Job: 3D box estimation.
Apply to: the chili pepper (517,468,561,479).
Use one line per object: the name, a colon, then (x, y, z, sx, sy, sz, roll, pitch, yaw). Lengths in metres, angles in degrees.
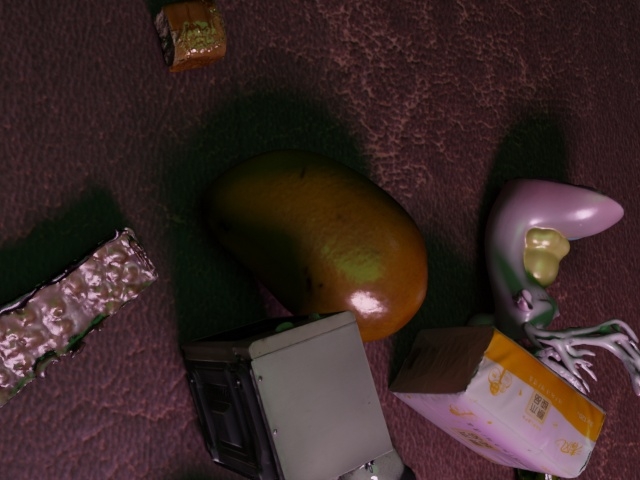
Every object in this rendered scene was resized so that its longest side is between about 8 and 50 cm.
chili pepper: (0.345, 0.374, 1.110, 0.073, 0.072, 0.204, -4, 97, -2)

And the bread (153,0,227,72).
bread: (-0.171, -0.269, 0.939, 0.070, 0.076, 0.083, -17, 92, -31)

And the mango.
mango: (0.000, 0.000, 0.941, 0.317, 0.173, 0.211, 34, 69, -7)

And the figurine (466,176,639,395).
figurine: (0.376, 0.089, 1.106, 0.284, 0.206, 0.316, 26, 76, -10)

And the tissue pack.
tissue pack: (0.247, 0.228, 1.021, 0.225, 0.185, 0.124, 37, 69, -17)

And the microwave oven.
microwave oven: (-0.052, 0.188, 0.842, 0.145, 0.240, 0.194, -13, 89, -29)

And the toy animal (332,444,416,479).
toy animal: (0.072, 0.336, 0.974, 0.225, 0.094, 0.121, 48, 56, -12)

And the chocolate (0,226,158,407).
chocolate: (-0.335, 0.106, 0.814, 0.329, 0.065, 0.102, -40, 115, -25)
